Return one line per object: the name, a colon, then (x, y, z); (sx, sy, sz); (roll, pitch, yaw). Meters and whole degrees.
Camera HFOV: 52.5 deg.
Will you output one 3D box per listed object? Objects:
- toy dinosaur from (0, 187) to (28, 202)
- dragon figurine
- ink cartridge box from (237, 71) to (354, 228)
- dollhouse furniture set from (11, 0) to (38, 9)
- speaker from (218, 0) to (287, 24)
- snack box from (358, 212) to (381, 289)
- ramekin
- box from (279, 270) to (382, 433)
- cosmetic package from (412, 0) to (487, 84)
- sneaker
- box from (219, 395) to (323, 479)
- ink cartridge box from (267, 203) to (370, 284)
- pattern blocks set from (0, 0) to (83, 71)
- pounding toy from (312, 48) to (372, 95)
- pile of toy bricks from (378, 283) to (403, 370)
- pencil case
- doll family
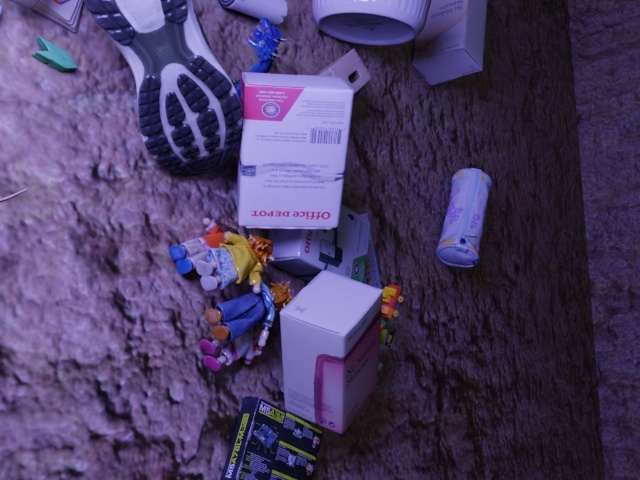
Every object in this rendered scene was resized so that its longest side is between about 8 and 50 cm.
toy dinosaur: (-0.428, -0.042, 0.713); (0.183, 0.092, 0.053); (9, 78, -51)
dragon figurine: (-0.084, -0.234, 1.144); (0.085, 0.144, 0.289); (-42, 117, -46)
ink cartridge box: (-0.048, -0.146, 1.073); (0.100, 0.171, 0.237); (-112, -155, -62)
dollhouse furniture set: (-0.389, -0.460, 0.763); (0.259, 0.135, 0.262); (23, 66, -42)
speaker: (-0.123, -0.441, 1.201); (0.136, 0.055, 0.055); (-2, 86, -53)
snack box: (0.095, 0.032, 1.429); (0.064, 0.022, 0.178); (-17, 97, -53)
ramekin: (0.104, -0.498, 1.346); (0.272, 0.272, 0.127); (5, 92, -52)
box: (0.022, 0.198, 1.158); (0.148, 0.126, 0.233); (-43, 141, -46)
cosmetic package: (0.353, -0.596, 1.755); (0.113, 0.160, 0.310); (31, 60, -44)
sneaker: (-0.224, -0.284, 0.957); (0.182, 0.157, 0.411); (-111, -173, -48)
box: (-0.083, 0.389, 1.126); (0.190, 0.045, 0.184); (39, 53, -41)
ink cartridge box: (0.000, 0.000, 1.259); (0.208, 0.086, 0.153); (28, 62, -46)
pattern blocks set: (-0.376, -0.401, 0.895); (0.285, 0.026, 0.325); (12, 75, -50)
pounding toy: (0.019, -0.293, 1.314); (0.100, 0.130, 0.141); (54, 44, -14)
pile of toy bricks: (0.080, 0.180, 1.335); (0.105, 0.118, 0.212); (23, 82, -25)
pencil case: (0.386, -0.062, 1.742); (0.124, 0.113, 0.273); (69, 33, -52)
doll family: (-0.122, 0.083, 1.064); (0.163, 0.118, 0.263); (-25, 104, -51)
